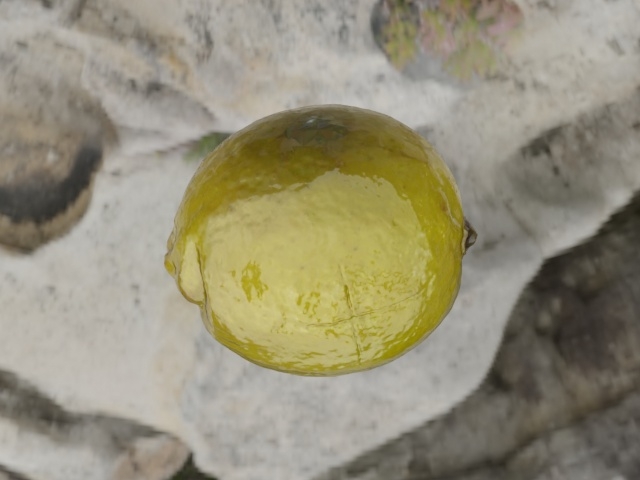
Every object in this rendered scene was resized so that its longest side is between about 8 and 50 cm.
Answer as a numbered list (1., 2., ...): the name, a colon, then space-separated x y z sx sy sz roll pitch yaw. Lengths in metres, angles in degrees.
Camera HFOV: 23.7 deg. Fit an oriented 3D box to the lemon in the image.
1. lemon: 0.000 0.000 1.555 0.297 0.297 0.297 -1 124 -1
